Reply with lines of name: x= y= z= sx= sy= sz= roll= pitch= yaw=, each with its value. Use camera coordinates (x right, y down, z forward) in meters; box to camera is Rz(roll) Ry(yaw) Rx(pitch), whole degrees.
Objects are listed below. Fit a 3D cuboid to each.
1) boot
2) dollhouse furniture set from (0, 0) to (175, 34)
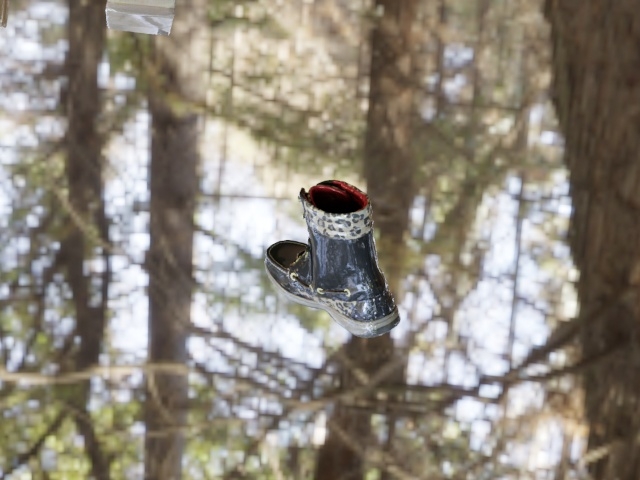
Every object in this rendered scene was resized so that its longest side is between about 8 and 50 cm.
boot: x=0.002 y=0.000 z=1.742 sx=0.085 sy=0.179 sz=0.236 roll=-29 pitch=-144 yaw=-25
dollhouse furniture set: x=-0.338 y=-0.366 z=1.475 sx=0.394 sy=0.256 sz=0.362 roll=5 pitch=180 yaw=-8
